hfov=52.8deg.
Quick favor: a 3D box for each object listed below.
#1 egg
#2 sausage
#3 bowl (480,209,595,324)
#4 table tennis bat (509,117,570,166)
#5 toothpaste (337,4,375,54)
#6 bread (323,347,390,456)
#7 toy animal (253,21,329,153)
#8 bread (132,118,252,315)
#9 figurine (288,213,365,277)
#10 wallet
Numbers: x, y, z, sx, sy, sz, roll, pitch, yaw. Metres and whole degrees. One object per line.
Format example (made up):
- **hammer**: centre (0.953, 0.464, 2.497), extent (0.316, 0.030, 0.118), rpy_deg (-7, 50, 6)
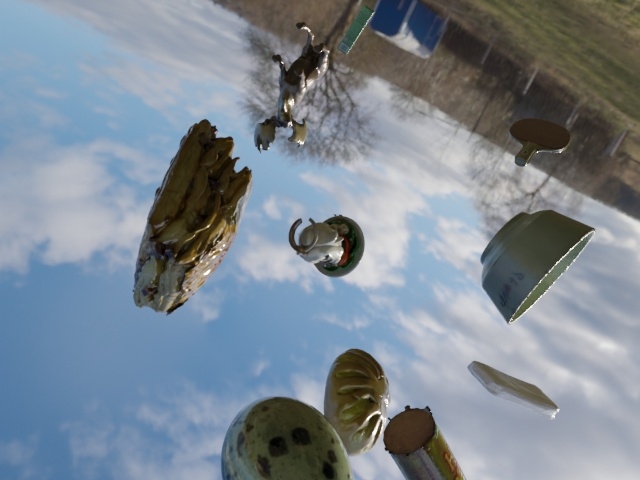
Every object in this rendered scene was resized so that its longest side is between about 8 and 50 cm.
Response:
- **egg**: centre (-0.073, 0.532, 1.457), extent (0.288, 0.287, 0.379), rpy_deg (13, -144, -35)
- **sausage**: centre (0.245, 0.507, 1.356), extent (0.317, 0.117, 0.125), rpy_deg (60, -141, -19)
- **bowl**: centre (0.348, 0.029, 1.084), extent (0.112, 0.211, 0.211), rpy_deg (45, -157, 23)
- **table tennis bat**: centre (0.498, -0.229, 1.495), extent (0.138, 0.022, 0.246), rpy_deg (23, -141, 22)
- **toothpaste**: centre (0.059, -0.347, 1.062), extent (0.020, 0.083, 0.017), rpy_deg (35, -151, -4)
- **bread**: centre (0.120, 0.480, 1.942), extent (0.160, 0.332, 0.333), rpy_deg (-5, -173, 20)
- **toy animal**: centre (-0.047, -0.269, 1.191), extent (0.094, 0.214, 0.186), rpy_deg (30, 157, 10)
- **bread**: centre (-0.242, -0.037, 1.257), extent (0.167, 0.277, 0.324), rpy_deg (18, -126, -9)
- **figurine**: centre (0.000, 0.000, 1.256), extent (0.132, 0.132, 0.154), rpy_deg (35, -170, 31)
- **wallet**: centre (0.364, 0.280, 1.203), extent (0.190, 0.033, 0.095), rpy_deg (27, -168, -25)
